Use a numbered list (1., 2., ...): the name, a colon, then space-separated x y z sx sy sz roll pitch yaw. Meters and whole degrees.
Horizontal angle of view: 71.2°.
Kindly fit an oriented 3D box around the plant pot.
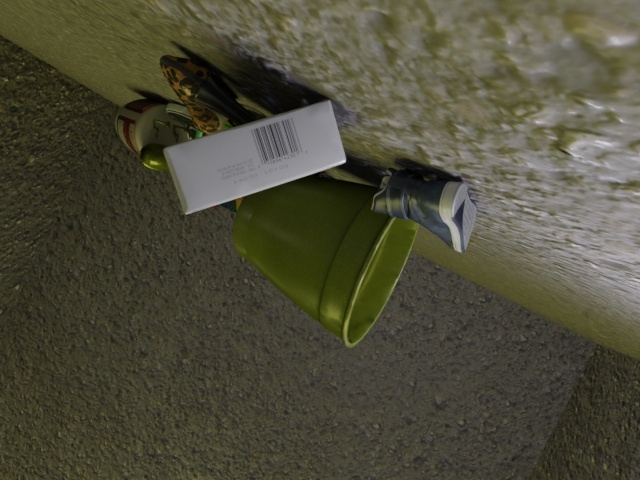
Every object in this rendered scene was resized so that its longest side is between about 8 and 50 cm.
1. plant pot: 0.000 0.000 1.052 0.352 0.367 0.366 26 -179 21

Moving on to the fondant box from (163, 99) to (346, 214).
1. fondant box: -0.123 -0.138 0.754 0.238 0.096 0.330 -20 -168 -11

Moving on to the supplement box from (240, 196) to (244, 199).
1. supplement box: -0.203 -0.210 1.239 0.104 0.188 0.080 26 180 -22

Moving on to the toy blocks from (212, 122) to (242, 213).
1. toy blocks: -0.221 -0.183 1.434 0.190 0.261 0.381 27 -178 26

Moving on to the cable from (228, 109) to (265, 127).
1. cable: -0.210 -0.275 1.033 0.287 0.072 0.139 27 176 19

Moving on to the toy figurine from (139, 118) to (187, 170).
1. toy figurine: -0.414 -0.266 1.543 0.362 0.192 0.217 12 -158 -33

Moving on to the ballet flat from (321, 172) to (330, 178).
1. ballet flat: 0.012 -0.180 1.406 0.249 0.058 0.084 27 -135 -29

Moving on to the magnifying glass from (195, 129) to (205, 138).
1. magnifying glass: -0.330 -0.341 1.277 0.026 0.092 0.231 29 170 -7

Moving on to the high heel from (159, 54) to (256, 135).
1. high heel: -0.251 -0.288 0.866 0.186 0.093 0.261 33 174 -37

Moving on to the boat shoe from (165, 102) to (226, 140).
1. boat shoe: -0.399 -0.362 1.495 0.301 0.102 0.108 27 -179 7

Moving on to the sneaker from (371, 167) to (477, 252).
1. sneaker: 0.186 -0.054 0.801 0.163 0.086 0.226 15 165 31

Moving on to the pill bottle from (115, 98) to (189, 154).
1. pill bottle: -0.649 -0.426 1.729 0.224 0.224 0.392 26 -178 -42

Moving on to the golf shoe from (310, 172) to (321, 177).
1. golf shoe: -0.055 -0.160 1.233 0.140 0.116 0.306 15 162 23
